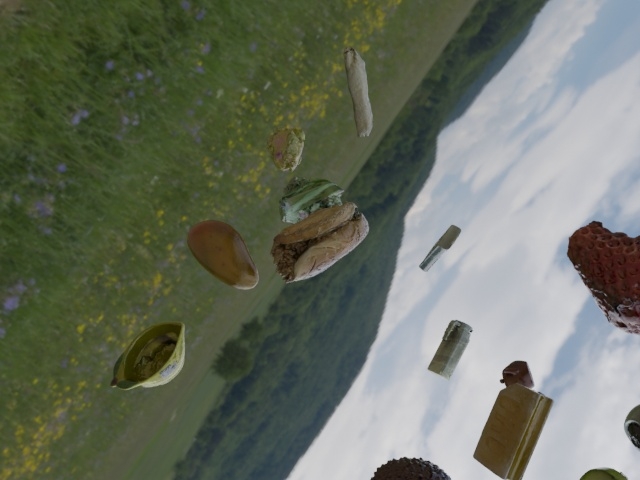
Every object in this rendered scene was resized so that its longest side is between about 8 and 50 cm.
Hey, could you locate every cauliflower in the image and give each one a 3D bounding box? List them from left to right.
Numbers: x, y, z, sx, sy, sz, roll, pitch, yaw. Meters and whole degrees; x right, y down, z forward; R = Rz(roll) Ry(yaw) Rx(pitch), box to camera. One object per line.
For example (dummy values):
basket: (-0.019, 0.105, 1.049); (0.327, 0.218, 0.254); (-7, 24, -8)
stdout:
cauliflower: (-0.049, -0.096, 2.150); (0.315, 0.256, 0.239); (-3, 159, -48)

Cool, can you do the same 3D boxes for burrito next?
burrito: (0.116, -0.440, 1.991); (0.082, 0.059, 0.275); (-92, 172, -68)

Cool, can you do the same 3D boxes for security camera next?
security camera: (1.065, 0.605, 2.082); (0.194, 0.236, 0.194); (-31, -148, 22)

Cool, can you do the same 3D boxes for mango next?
mango: (-0.263, 0.036, 1.840); (0.138, 0.253, 0.113); (-51, 162, 6)

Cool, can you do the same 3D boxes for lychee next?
lychee: (0.263, 0.754, 1.881); (0.276, 0.304, 0.276); (-49, -156, 32)

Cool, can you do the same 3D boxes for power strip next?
power strip: (0.266, 0.023, 1.510); (0.060, 0.027, 0.253); (-53, 174, -15)

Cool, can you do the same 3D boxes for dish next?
dish: (-0.368, 0.272, 1.497); (0.207, 0.080, 0.149); (-40, -140, -2)

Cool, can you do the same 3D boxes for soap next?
soap: (0.491, 0.483, 1.707); (0.140, 0.073, 0.232); (20, -94, 65)

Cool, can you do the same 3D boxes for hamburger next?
hamburger: (0.000, 0.000, 1.682); (0.286, 0.146, 0.243); (-29, -179, -35)

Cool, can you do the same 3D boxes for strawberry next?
strawberry: (0.681, 0.092, 1.501); (0.150, 0.280, 0.253); (-35, 177, -21)

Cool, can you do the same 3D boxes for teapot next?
teapot: (0.432, 0.361, 2.250); (0.077, 0.107, 0.200); (16, -108, 51)
teapot: (0.670, 0.473, 2.287); (0.116, 0.116, 0.173); (-55, 139, -14)

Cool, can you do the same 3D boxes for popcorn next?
popcorn: (-0.083, -0.231, 1.689); (0.097, 0.089, 0.109); (-5, -97, 52)

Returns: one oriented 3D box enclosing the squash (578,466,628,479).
squash: (0.732, 0.688, 1.689); (0.219, 0.041, 0.219); (-178, -90, -70)
